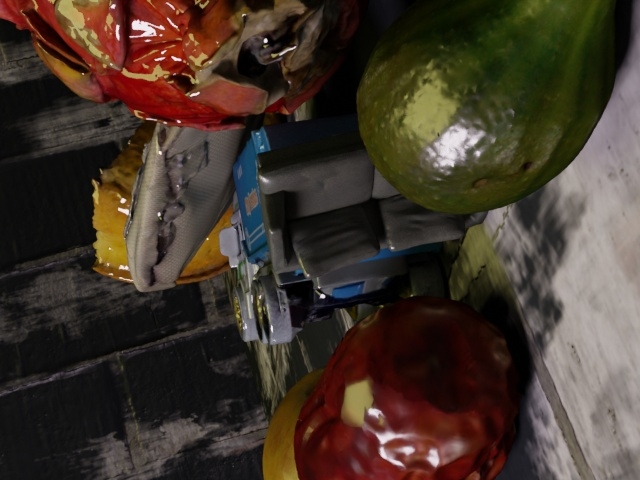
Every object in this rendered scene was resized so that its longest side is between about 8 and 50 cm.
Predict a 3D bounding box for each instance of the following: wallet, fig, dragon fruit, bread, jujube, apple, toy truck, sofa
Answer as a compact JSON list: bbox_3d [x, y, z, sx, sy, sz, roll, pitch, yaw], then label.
[{"bbox_3d":[-0.104,-0.098,0.978,0.275,0.068,0.335,-63,-3,-45],"label":"wallet"},{"bbox_3d":[0.089,-0.081,0.451,0.177,0.117,0.117,-36,68,56],"label":"fig"},{"bbox_3d":[-0.096,-0.220,0.714,0.342,0.277,0.277,40,154,25],"label":"dragon fruit"},{"bbox_3d":[-0.138,-0.085,1.294,0.194,0.179,0.340,100,-164,-52],"label":"bread"},{"bbox_3d":[0.062,0.132,0.735,0.230,0.155,0.155,103,150,-60],"label":"jujube"},{"bbox_3d":[0.028,0.203,0.957,0.182,0.182,0.155,-135,39,-70],"label":"apple"},{"bbox_3d":[0.000,0.000,0.893,0.367,0.146,0.175,152,109,-77],"label":"toy truck"},{"bbox_3d":[0.036,-0.026,0.638,0.085,0.147,0.060,94,161,-63],"label":"sofa"}]
